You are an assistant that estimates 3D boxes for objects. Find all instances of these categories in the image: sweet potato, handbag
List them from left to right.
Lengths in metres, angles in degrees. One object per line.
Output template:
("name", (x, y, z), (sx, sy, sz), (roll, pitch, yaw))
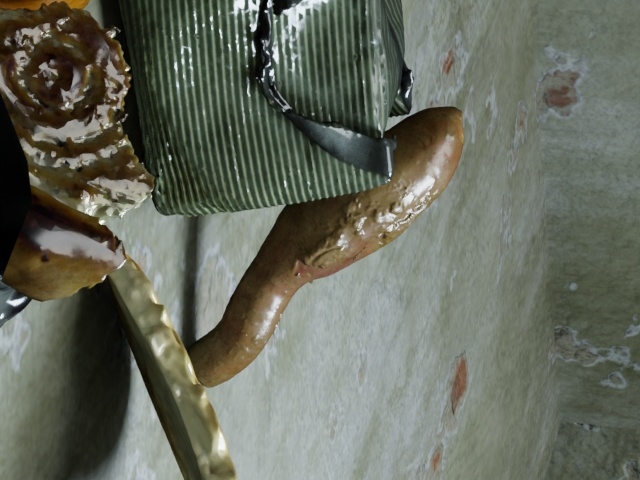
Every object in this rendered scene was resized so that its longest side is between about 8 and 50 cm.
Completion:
("handbag", (-0.042, -0.193, 1.764), (0.247, 0.240, 0.341), (-68, 155, -58))
("sweet potato", (0.000, 0.000, 1.888), (0.385, 0.109, 0.109), (-43, 161, 6))

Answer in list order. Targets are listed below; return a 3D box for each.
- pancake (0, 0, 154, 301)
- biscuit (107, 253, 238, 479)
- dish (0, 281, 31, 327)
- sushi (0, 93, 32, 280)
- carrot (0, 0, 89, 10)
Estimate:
("pancake", (-0.219, -0.066, 1.255), (0.257, 0.056, 0.212), (2, 78, -36))
("biscuit", (-0.118, 0.169, 1.695), (0.204, 0.040, 0.309), (93, -26, -68))
("dish", (-0.241, -0.034, 1.353), (0.273, 0.134, 0.273), (5, 90, -74))
("sushi", (-0.294, -0.049, 1.015), (0.215, 0.212, 0.227), (-57, -132, 51))
("carrot", (-0.218, -0.217, 1.367), (0.225, 0.159, 0.159), (71, 28, -69))
